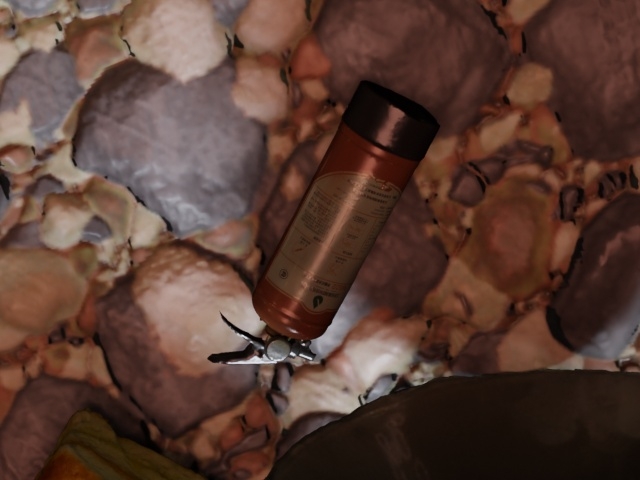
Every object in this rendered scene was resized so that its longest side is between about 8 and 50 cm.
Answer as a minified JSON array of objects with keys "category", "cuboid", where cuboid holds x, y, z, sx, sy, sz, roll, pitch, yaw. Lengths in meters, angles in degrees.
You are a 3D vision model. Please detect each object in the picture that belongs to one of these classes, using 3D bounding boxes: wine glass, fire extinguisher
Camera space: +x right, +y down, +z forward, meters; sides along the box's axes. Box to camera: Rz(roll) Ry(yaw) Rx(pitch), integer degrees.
[{"category":"wine glass","cuboid":[0.128,0.294,0.741,0.267,0.267,0.406,-7,102,8]},{"category":"fire extinguisher","cuboid":[0.000,0.000,0.792,0.062,0.050,0.177,23,107,-20]}]

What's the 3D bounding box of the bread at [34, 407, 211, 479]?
[{"category":"bread","cuboid":[-0.124,0.240,0.839,0.184,0.110,0.234,32,107,-3]}]
